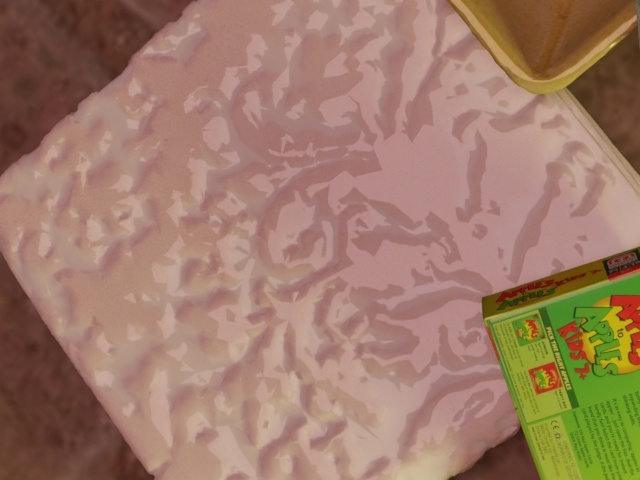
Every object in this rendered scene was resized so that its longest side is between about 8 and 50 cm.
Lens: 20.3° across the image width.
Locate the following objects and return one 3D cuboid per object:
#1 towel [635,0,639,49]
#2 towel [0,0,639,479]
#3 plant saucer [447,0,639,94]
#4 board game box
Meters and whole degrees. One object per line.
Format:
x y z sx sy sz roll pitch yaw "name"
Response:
0.308 -0.225 0.864 0.325 0.038 0.248 -7 108 5 "towel"
0.000 0.000 1.033 0.332 0.053 0.317 -39 78 13 "towel"
0.148 -0.301 0.974 0.333 0.081 0.333 -40 78 13 "plant saucer"
0.158 0.104 0.952 0.092 0.043 0.181 -19 102 7 "board game box"
